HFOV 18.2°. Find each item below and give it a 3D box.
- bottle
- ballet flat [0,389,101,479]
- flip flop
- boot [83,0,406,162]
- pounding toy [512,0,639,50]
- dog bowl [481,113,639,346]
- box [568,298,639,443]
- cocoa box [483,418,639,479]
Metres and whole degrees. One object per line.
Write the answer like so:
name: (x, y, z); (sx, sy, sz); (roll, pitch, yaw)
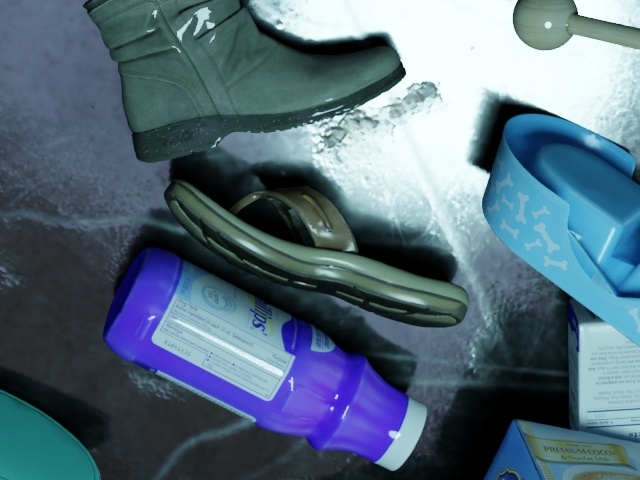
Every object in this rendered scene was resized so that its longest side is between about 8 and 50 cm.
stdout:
bottle: (-0.045, 0.107, 1.712); (0.283, 0.118, 0.092); (28, 104, -9)
ballet flat: (-0.358, 0.162, 1.735); (0.348, 0.123, 0.123); (29, 105, -11)
flip flop: (0.000, 0.000, 1.696); (0.277, 0.112, 0.080); (18, 80, -5)
boot: (-0.063, -0.168, 1.649); (0.247, 0.083, 0.161); (-14, 102, 1)
pounding toy: (0.270, -0.233, 1.612); (0.183, 0.110, 0.237); (14, 70, 24)
dog bowl: (0.260, 0.010, 1.645); (0.297, 0.166, 0.074); (38, 119, 13)
box: (0.283, 0.122, 1.751); (0.126, 0.072, 0.137); (-2, 107, -2)
cocoa box: (0.297, 0.328, 1.684); (0.347, 0.228, 0.231); (13, 119, -20)
